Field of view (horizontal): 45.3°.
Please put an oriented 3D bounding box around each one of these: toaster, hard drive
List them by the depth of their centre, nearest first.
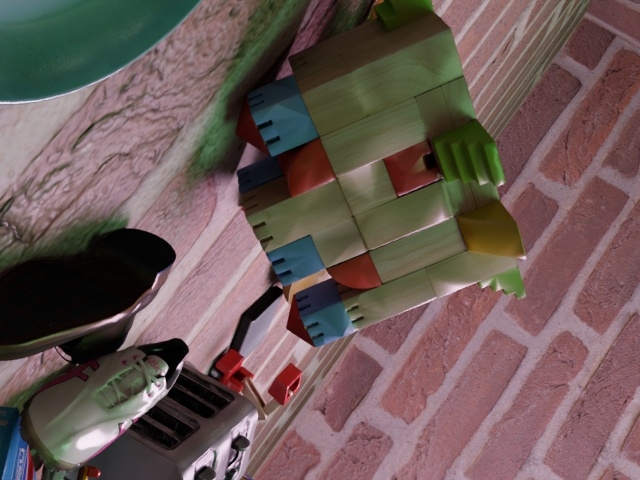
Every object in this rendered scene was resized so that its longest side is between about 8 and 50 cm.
[{"bbox_3d":[-0.182,0.224,0.865,0.168,0.186,0.110,-26,139,-64],"label":"toaster"},{"bbox_3d":[-0.110,0.145,1.279,0.094,0.022,0.135,-43,163,-46],"label":"hard drive"}]

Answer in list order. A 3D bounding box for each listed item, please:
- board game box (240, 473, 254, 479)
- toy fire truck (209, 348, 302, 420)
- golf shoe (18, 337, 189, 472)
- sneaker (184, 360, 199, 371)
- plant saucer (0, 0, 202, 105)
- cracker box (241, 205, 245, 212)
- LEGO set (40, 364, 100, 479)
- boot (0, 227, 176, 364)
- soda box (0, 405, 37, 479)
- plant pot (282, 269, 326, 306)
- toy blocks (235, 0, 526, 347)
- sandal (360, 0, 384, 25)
[{"bbox_3d":[-0.239,0.436,1.215,0.243,0.165,0.042,-53,168,-8],"label":"board game box"},{"bbox_3d":[-0.119,0.249,1.251,0.047,0.135,0.192,-41,161,-50],"label":"toy fire truck"},{"bbox_3d":[-0.166,0.117,0.609,0.086,0.067,0.186,-39,180,12],"label":"golf shoe"},{"bbox_3d":[-0.195,0.259,1.111,0.091,0.094,0.258,-39,151,-20],"label":"sneaker"},{"bbox_3d":[-0.095,-0.206,0.331,0.317,0.044,0.317,-52,168,-15],"label":"plant saucer"},{"bbox_3d":[0.012,-0.122,0.927,0.232,0.067,0.156,-60,168,16],"label":"cracker box"},{"bbox_3d":[-0.231,0.261,0.711,0.244,0.060,0.182,-105,-144,-52],"label":"LEGO set"},{"bbox_3d":[-0.193,0.070,0.600,0.106,0.082,0.219,-63,168,23],"label":"boot"},{"bbox_3d":[-0.273,0.203,0.615,0.210,0.071,0.067,110,-16,-53],"label":"soda box"},{"bbox_3d":[0.000,0.000,1.263,0.236,0.032,0.236,-56,167,-20],"label":"plant pot"},{"bbox_3d":[0.037,-0.054,0.795,0.261,0.190,0.381,-22,125,4],"label":"toy blocks"},{"bbox_3d":[0.079,-0.258,0.864,0.079,0.088,0.240,-24,159,1],"label":"sandal"}]
